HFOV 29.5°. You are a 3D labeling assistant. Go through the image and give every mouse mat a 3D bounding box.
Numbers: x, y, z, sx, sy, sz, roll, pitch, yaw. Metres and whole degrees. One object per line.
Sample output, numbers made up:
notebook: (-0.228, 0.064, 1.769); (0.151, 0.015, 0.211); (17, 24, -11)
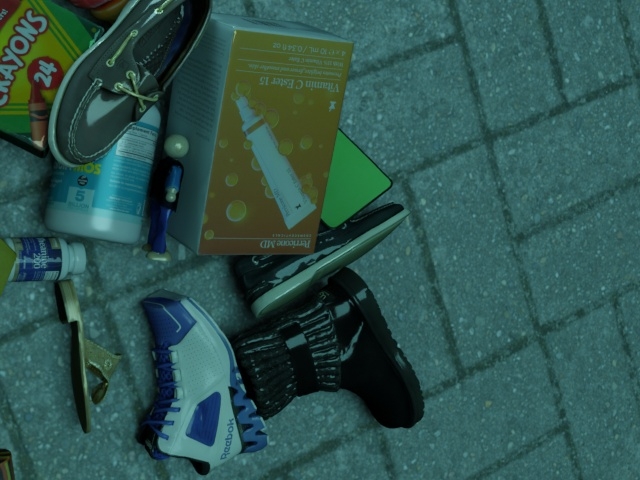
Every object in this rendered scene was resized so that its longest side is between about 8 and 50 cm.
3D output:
mouse mat: (0.010, -0.119, 2.044); (0.153, 0.007, 0.189); (-37, 75, -25)

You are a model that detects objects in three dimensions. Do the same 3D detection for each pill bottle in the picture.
pill bottle: (-0.419, 0.028, 1.835); (0.120, 0.067, 0.067); (-1, 93, -30)
pill bottle: (-0.324, -0.132, 1.836); (0.146, 0.146, 0.264); (11, 87, -30)

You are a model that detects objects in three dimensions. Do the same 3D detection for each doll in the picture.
doll: (-0.234, -0.070, 1.830); (0.046, 0.129, 0.189); (6, 107, -21)

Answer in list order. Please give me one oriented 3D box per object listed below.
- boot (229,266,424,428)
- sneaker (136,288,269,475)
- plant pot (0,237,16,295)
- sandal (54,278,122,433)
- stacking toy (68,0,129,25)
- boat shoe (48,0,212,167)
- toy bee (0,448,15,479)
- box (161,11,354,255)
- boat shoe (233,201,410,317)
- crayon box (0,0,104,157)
boot: (0.007, 0.239, 2.055); (0.260, 0.131, 0.348); (-36, 117, -18)
sneaker: (-0.218, 0.249, 1.929); (0.182, 0.127, 0.315); (-34, 110, -26)
plant pot: (-0.555, 0.041, 1.691); (0.187, 0.212, 0.212); (27, 79, -41)
sandal: (-0.346, 0.173, 1.874); (0.079, 0.088, 0.240); (-12, 94, -23)
stacking toy: (-0.260, -0.360, 1.876); (0.165, 0.175, 0.302); (-54, 130, -9)
boat shoe: (-0.265, -0.238, 1.718); (0.324, 0.097, 0.116); (-59, 134, -21)
toy bee: (-0.564, 0.377, 1.720); (0.298, 0.162, 0.195); (-33, 109, -25)
box: (-0.108, -0.164, 1.878); (0.215, 0.168, 0.345); (0, 109, -33)
boat shoe: (-0.001, 0.002, 2.049); (0.340, 0.127, 0.113); (-32, 78, -21)
crayon box: (-0.493, -0.277, 1.719); (0.319, 0.081, 0.202); (25, 79, -10)
